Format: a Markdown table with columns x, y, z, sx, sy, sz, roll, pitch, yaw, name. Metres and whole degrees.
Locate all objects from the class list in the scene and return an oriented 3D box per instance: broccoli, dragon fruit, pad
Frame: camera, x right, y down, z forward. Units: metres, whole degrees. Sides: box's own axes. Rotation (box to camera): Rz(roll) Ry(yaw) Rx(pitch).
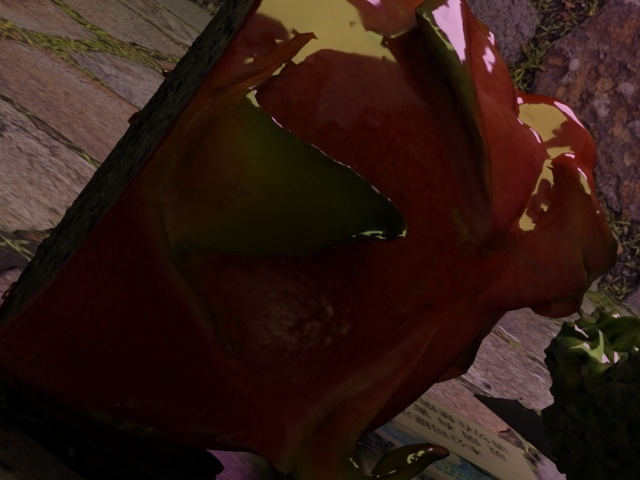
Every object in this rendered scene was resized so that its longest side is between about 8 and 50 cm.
| x | y | z | sx | sy | sz | roll | pitch | yaw | name |
| --- | --- | --- | --- | --- | --- | --- | --- | --- | --- |
| 0.328 | 0.146 | 1.157 | 0.334 | 0.272 | 0.324 | 39 | 6 | -30 | broccoli |
| 0.000 | 0.000 | 0.800 | 0.226 | 0.305 | 0.305 | 36 | 10 | -13 | dragon fruit |
| 0.228 | 0.197 | 1.415 | 0.193 | 0.004 | 0.116 | 41 | 13 | 30 | pad |

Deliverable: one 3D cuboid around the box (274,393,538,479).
| x | y | z | sx | sy | sz | roll | pitch | yaw | name |
| --- | --- | --- | --- | --- | --- | --- | --- | --- | --- |
| 0.061 | 0.156 | 0.895 | 0.164 | 0.069 | 0.256 | 31 | 10 | -15 | box |
